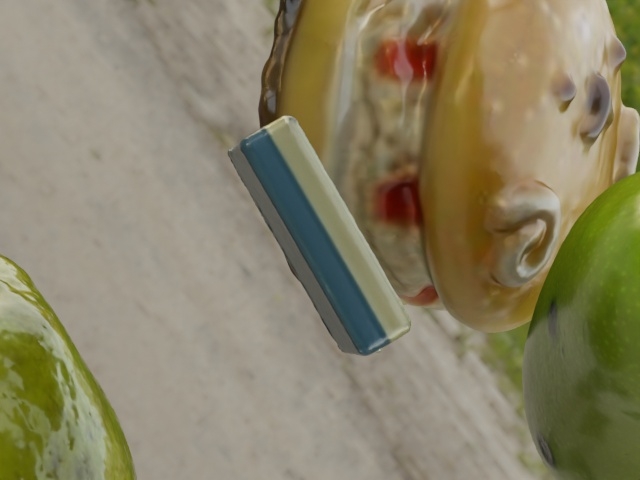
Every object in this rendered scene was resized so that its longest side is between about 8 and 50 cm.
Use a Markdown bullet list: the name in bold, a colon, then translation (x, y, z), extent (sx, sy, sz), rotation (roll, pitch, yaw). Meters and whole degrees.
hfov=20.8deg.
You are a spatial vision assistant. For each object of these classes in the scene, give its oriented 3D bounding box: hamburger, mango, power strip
- **hamburger**: translation (0.102, -0.092, 1.124), extent (0.261, 0.186, 0.303), rotation (-12, 105, -60)
- **mango**: translation (0.179, 0.055, 0.921), extent (0.293, 0.143, 0.175), rotation (72, 23, -70)
- **power strip**: translation (0.000, 0.000, 0.850), extent (0.123, 0.032, 0.056), rotation (60, -9, -2)

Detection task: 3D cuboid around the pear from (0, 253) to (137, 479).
- **pear**: translation (-0.278, 0.205, 1.120), extent (0.351, 0.413, 0.352), rotation (19, 18, -7)
